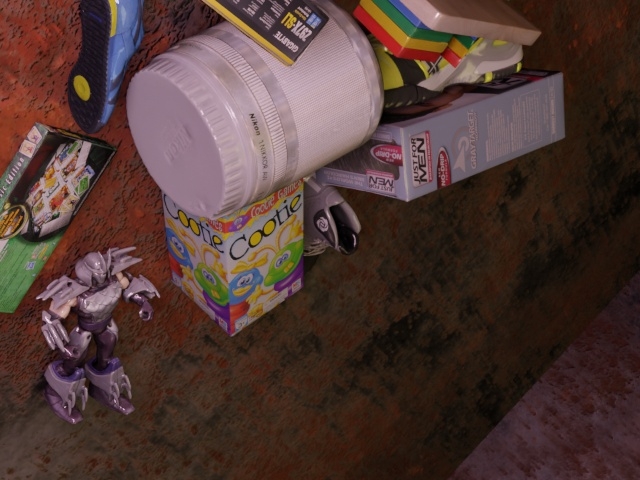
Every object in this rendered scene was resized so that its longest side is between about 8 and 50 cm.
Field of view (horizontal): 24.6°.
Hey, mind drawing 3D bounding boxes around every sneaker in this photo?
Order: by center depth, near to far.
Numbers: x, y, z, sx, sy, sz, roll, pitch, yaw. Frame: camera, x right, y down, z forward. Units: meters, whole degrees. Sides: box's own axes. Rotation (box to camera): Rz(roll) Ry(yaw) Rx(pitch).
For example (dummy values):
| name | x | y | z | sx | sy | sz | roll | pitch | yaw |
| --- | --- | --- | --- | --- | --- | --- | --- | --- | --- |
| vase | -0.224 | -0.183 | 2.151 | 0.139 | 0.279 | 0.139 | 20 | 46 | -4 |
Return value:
| name | x | y | z | sx | sy | sz | roll | pitch | yaw |
| --- | --- | --- | --- | --- | --- | --- | --- | --- | --- |
| sneaker | -0.240 | -0.215 | 1.706 | 0.082 | 0.069 | 0.209 | -27 | 145 | -42 |
| sneaker | 0.130 | -0.281 | 2.120 | 0.385 | 0.145 | 0.147 | -22 | 111 | -36 |
| sneaker | 0.000 | 0.000 | 2.244 | 0.086 | 0.132 | 0.228 | -33 | 148 | -28 |

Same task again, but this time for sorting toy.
| name | x | y | z | sx | sy | sz | roll | pitch | yaw |
| --- | --- | --- | --- | --- | --- | --- | --- | --- | --- |
| sorting toy | 0.116 | -0.321 | 1.884 | 0.255 | 0.257 | 0.089 | -3 | 134 | -54 |

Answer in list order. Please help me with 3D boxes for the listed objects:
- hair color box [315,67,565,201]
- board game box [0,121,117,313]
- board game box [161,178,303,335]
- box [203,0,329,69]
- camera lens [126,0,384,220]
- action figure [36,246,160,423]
| name | x | y | z | sx | sy | sz | roll | pitch | yaw |
| --- | --- | --- | --- | --- | --- | --- | --- | --- | --- |
| hair color box | 0.183 | -0.172 | 2.206 | 0.374 | 0.185 | 0.113 | -23 | 115 | -40 |
| board game box | -0.366 | -0.023 | 1.808 | 0.259 | 0.030 | 0.136 | -55 | 154 | 12 |
| board game box | -0.119 | -0.023 | 2.035 | 0.144 | 0.142 | 0.275 | -35 | 149 | -25 |
| box | -0.160 | -0.319 | 1.490 | 0.079 | 0.257 | 0.322 | -51 | 153 | 5 |
| camera lens | -0.075 | -0.174 | 1.830 | 0.274 | 0.219 | 0.219 | -30 | 147 | -31 |
| action figure | -0.307 | 0.122 | 2.002 | 0.185 | 0.099 | 0.285 | -21 | 138 | -33 |
